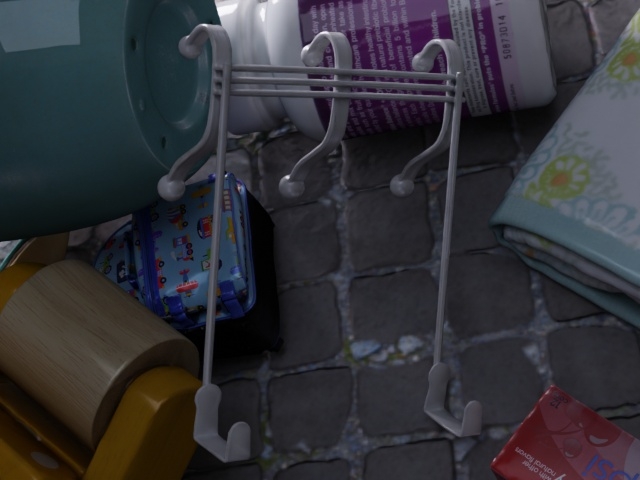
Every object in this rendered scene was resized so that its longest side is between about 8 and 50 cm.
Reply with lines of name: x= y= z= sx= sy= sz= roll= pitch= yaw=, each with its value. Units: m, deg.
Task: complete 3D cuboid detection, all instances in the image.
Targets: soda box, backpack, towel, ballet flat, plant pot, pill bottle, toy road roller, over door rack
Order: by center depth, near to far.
soda box: x=0.256 y=0.219 z=0.988 sx=0.263 sy=0.092 sz=0.083 roll=32 pitch=77 yaw=29
toy road roller: x=-0.263 y=0.180 z=1.050 sx=0.202 sy=0.240 sz=0.330 roll=33 pitch=99 yaw=29
over door rack: x=0.000 y=0.000 z=1.066 sx=0.108 sy=0.239 sz=0.324 roll=-2 pitch=90 yaw=59
towel: x=0.373 y=-0.048 z=1.101 sx=0.374 sy=0.090 sz=0.320 roll=31 pitch=73 yaw=28
plant pot: x=-0.218 y=-0.139 z=1.120 sx=0.235 sy=0.293 sz=0.293 roll=0 pitch=63 yaw=22
backpack: x=-0.131 y=0.033 z=1.198 sx=0.173 sy=0.117 sz=0.158 roll=-13 pitch=59 yaw=14
pill bottle: x=0.053 y=-0.181 z=1.222 sx=0.301 sy=0.169 sz=0.169 roll=-9 pitch=61 yaw=12
ballet flat: x=-0.298 y=0.076 z=1.264 sx=0.073 sy=0.080 sz=0.232 roll=41 pitch=82 yaw=2
